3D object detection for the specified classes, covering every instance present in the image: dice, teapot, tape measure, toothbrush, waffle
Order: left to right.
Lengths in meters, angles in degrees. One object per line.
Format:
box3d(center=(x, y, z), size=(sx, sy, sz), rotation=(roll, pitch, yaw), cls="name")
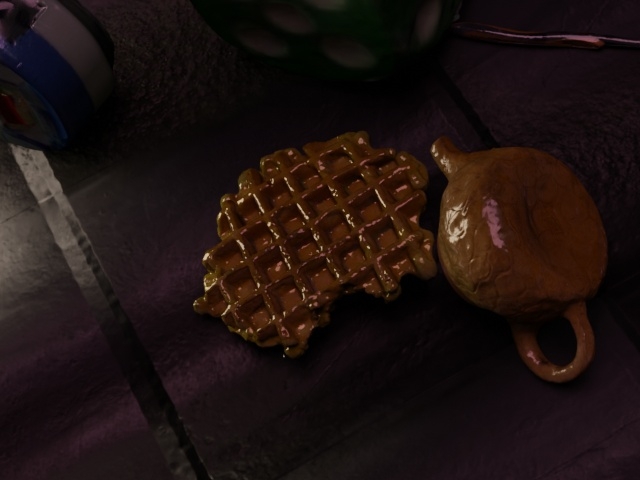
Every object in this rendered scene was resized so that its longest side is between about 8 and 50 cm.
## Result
box3d(center=(-0.393, -0.239, 1.847), size=(0.262, 0.259, 0.138), rotation=(19, 67, 20), cls="tape measure")
box3d(center=(-0.009, 0.002, 1.718), size=(0.300, 0.058, 0.282), rotation=(-13, 58, 21), cls="waffle")
box3d(center=(0.015, -0.387, 1.805), size=(0.287, 0.300, 0.297), rotation=(14, 66, 24), cls="dice")
box3d(center=(0.210, 0.017, 1.645), size=(0.203, 0.167, 0.311), rotation=(-16, 80, -45), cls="teapot")
box3d(center=(0.317, -0.250, 1.838), size=(0.320, 0.023, 0.031), rotation=(11, 62, 17), cls="toothbrush")

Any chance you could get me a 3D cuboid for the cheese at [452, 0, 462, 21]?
box3d(center=(0.144, -0.327, 1.914), size=(0.067, 0.026, 0.121), rotation=(-25, 59, -3), cls="cheese")
